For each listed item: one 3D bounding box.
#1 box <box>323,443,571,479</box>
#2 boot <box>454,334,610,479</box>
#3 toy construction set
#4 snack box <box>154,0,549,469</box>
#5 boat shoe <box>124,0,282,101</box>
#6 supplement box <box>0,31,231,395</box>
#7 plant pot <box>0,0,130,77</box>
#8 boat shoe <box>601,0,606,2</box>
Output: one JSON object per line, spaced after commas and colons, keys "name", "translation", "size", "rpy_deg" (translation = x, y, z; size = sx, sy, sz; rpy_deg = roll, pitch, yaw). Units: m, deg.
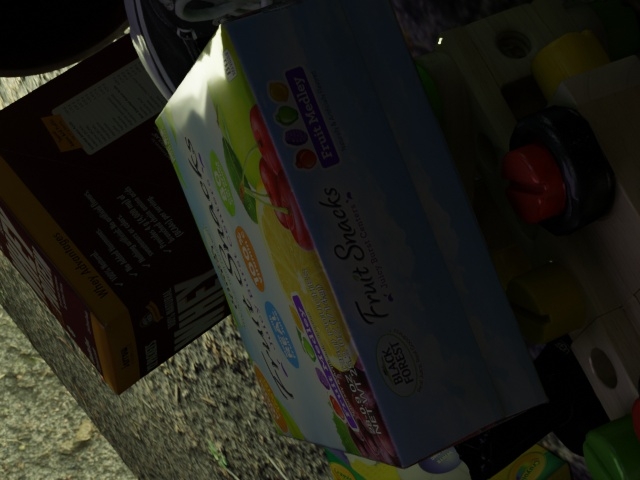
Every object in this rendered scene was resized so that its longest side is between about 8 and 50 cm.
{"name": "box", "translation": [0.095, 0.169, 0.918], "size": [0.179, 0.105, 0.043], "rpy_deg": [31, 147, 45]}
{"name": "boot", "translation": [0.125, 0.108, 0.765], "size": [0.045, 0.099, 0.121], "rpy_deg": [38, 154, 40]}
{"name": "toy construction set", "translation": [0.129, 0.029, 0.558], "size": [0.328, 0.151, 0.215], "rpy_deg": [50, 159, 13]}
{"name": "snack box", "translation": [0.000, 0.000, 0.561], "size": [0.207, 0.070, 0.174], "rpy_deg": [158, 90, -76]}
{"name": "boat shoe", "translation": [-0.048, -0.160, 0.708], "size": [0.105, 0.113, 0.306], "rpy_deg": [-126, 24, -47]}
{"name": "supplement box", "translation": [-0.135, -0.029, 0.985], "size": [0.191, 0.194, 0.129], "rpy_deg": [47, 159, 19]}
{"name": "plant pot", "translation": [-0.225, -0.233, 0.892], "size": [0.215, 0.215, 0.230], "rpy_deg": [62, 172, -20]}
{"name": "boat shoe", "translation": [0.088, -0.153, 0.529], "size": [0.125, 0.038, 0.046], "rpy_deg": [52, -168, 18]}
